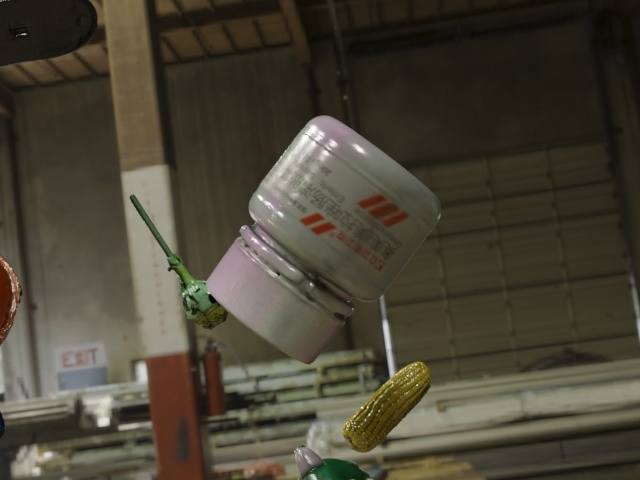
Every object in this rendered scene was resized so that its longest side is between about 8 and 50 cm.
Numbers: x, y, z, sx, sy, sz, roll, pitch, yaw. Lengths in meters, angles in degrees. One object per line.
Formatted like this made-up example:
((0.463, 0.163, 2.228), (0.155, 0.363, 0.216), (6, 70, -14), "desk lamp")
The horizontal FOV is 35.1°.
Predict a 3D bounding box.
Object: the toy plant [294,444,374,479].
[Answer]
((0.040, 0.326, 1.119), (0.112, 0.243, 0.232), (-34, -3, -9), "toy plant")

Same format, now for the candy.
((-0.281, 0.037, 1.959), (0.083, 0.305, 0.091), (-34, 2, -24), "candy")

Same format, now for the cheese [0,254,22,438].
((-0.499, 0.132, 1.359), (0.216, 0.329, 0.129), (-21, -30, -1), "cheese")

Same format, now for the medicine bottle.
((0.000, 0.000, 1.552), (0.325, 0.256, 0.256), (-51, -12, 2), "medicine bottle")

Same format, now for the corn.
((0.122, 0.300, 1.818), (0.203, 0.072, 0.072), (-43, 5, -19), "corn")

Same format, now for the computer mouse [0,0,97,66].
((-0.562, -0.408, 1.918), (0.269, 0.138, 0.086), (-14, 26, -18), "computer mouse")
